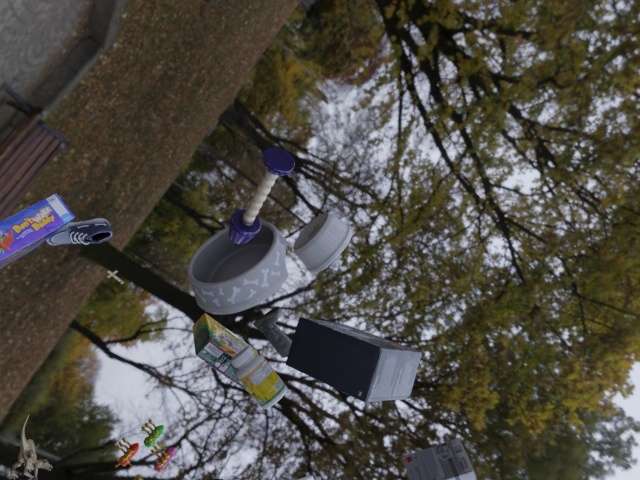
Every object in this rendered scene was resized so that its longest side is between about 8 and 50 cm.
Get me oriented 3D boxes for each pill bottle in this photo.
[{"bbox_3d":[-0.225,0.485,1.700,0.118,0.208,0.117,-37,-177,2],"label":"pill bottle"}]

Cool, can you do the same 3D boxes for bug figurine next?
[{"bbox_3d":[-0.605,0.765,1.649,0.216,0.072,0.279,-48,-140,-8],"label":"bug figurine"}]

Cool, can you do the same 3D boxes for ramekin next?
[{"bbox_3d":[0.000,0.000,2.044,0.273,0.127,0.273,-43,-163,16],"label":"ramekin"}]

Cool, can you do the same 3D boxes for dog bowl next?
[{"bbox_3d":[-0.256,0.067,1.485,0.349,0.102,0.348,-16,-145,11],"label":"dog bowl"}]

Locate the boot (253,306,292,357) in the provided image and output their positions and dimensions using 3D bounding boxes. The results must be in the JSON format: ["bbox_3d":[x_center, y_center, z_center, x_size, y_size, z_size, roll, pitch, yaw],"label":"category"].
[{"bbox_3d":[-0.172,0.398,2.041,0.190,0.208,0.076,-36,-177,41],"label":"boot"}]

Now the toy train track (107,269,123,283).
[{"bbox_3d":[-0.827,0.150,1.919,0.048,0.083,0.014,-34,-141,3],"label":"toy train track"}]

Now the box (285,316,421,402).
[{"bbox_3d":[0.119,0.410,1.653,0.343,0.312,0.179,13,-95,37],"label":"box"}]

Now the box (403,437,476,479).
[{"bbox_3d":[0.352,0.678,1.423,0.186,0.038,0.145,-20,-166,4],"label":"box"}]

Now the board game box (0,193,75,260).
[{"bbox_3d":[-0.834,0.012,1.258,0.347,0.078,0.233,-20,-161,41],"label":"board game box"}]

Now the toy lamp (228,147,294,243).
[{"bbox_3d":[-0.146,-0.089,1.079,0.080,0.080,0.274,-78,-165,-45],"label":"toy lamp"}]

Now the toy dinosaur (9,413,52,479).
[{"bbox_3d":[-0.668,0.489,1.081,0.092,0.053,0.183,-115,-159,-55],"label":"toy dinosaur"}]

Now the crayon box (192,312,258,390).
[{"bbox_3d":[-0.442,0.543,2.303,0.106,0.363,0.313,-47,-157,0],"label":"crayon box"}]

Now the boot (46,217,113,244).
[{"bbox_3d":[-0.766,-0.018,1.515,0.190,0.069,0.086,-21,-142,-26],"label":"boot"}]

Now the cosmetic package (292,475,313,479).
[{"bbox_3d":[-0.086,1.098,1.745,0.156,0.217,0.385,-23,-114,20],"label":"cosmetic package"}]

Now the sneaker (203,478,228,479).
[{"bbox_3d":[-0.212,0.759,1.324,0.139,0.341,0.125,106,-5,-48],"label":"sneaker"}]
